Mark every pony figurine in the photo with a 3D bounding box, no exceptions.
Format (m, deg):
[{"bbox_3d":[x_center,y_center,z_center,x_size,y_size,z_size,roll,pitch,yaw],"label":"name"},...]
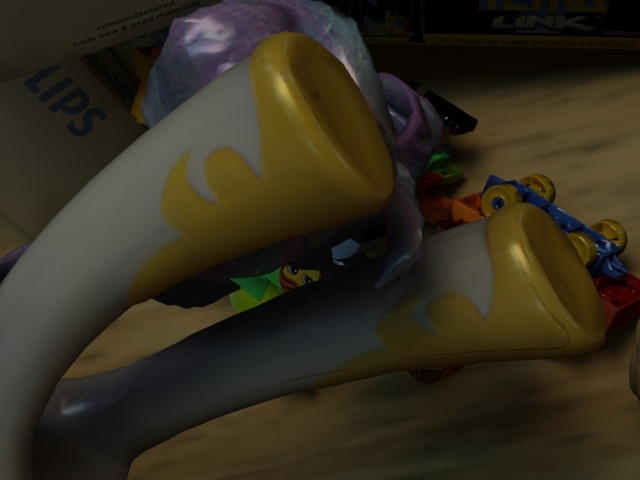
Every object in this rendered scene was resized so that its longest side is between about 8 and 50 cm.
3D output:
[{"bbox_3d":[-0.100,0.087,0.447,0.363,0.303,0.351,-30,91,26],"label":"pony figurine"}]

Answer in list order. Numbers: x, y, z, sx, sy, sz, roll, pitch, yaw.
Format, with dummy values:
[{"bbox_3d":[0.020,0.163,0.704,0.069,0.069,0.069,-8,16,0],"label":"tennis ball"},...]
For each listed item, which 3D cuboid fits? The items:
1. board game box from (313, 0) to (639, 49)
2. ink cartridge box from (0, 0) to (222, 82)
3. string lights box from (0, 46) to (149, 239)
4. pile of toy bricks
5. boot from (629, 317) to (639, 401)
[{"bbox_3d":[0.082,-0.141,0.581,0.170,0.048,0.141,1,65,2],"label":"board game box"},{"bbox_3d":[-0.088,-0.165,0.495,0.127,0.176,0.128,-20,58,-13],"label":"ink cartridge box"},{"bbox_3d":[-0.172,-0.139,0.685,0.077,0.133,0.259,-34,55,4],"label":"string lights box"},{"bbox_3d":[0.000,0.000,0.562,0.212,0.118,0.105,36,119,25],"label":"pile of toy bricks"},{"bbox_3d":[0.212,-0.038,0.451,0.207,0.090,0.248,11,95,23],"label":"boot"}]
